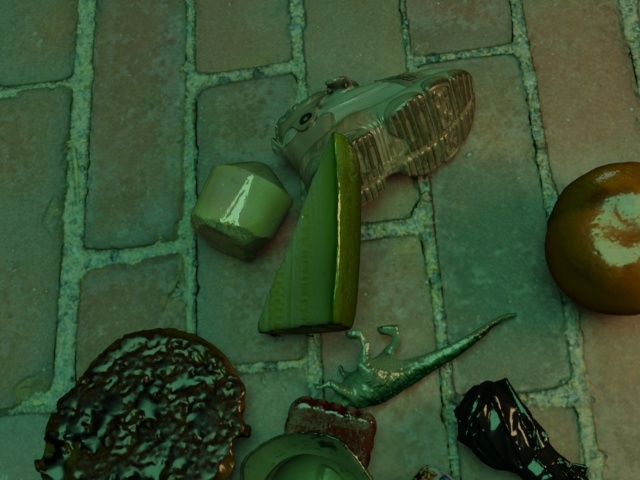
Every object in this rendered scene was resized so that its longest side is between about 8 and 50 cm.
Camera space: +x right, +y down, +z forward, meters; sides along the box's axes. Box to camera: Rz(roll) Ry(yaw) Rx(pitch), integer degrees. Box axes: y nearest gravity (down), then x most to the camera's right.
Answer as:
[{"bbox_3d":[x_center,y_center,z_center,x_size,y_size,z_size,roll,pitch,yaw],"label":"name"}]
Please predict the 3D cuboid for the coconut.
[{"bbox_3d":[-0.127,-0.059,1.503,0.147,0.147,0.153,21,70,14],"label":"coconut"}]

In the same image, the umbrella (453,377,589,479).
[{"bbox_3d":[0.331,0.341,1.316,0.118,0.118,0.340,-43,75,-11],"label":"umbrella"}]

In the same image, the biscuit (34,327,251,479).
[{"bbox_3d":[-0.264,0.296,1.407,0.289,0.081,0.334,40,73,20],"label":"biscuit"}]

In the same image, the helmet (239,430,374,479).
[{"bbox_3d":[0.008,0.368,1.265,0.204,0.137,0.258,-14,92,15],"label":"helmet"}]

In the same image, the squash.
[{"bbox_3d":[0.000,0.000,1.429,0.111,0.203,0.289,7,77,-38],"label":"squash"}]

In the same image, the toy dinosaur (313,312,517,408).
[{"bbox_3d":[0.115,0.164,1.410,0.383,0.076,0.129,-31,96,1],"label":"toy dinosaur"}]

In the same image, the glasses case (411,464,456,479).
[{"bbox_3d":[0.119,0.440,1.308,0.087,0.065,0.248,30,75,17],"label":"glasses case"}]

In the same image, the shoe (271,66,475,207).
[{"bbox_3d":[0.086,-0.203,1.524,0.351,0.172,0.198,-29,47,-20],"label":"shoe"}]

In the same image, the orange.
[{"bbox_3d":[0.456,0.000,1.394,0.240,0.171,0.240,-3,71,8],"label":"orange"}]

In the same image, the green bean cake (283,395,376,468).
[{"bbox_3d":[0.008,0.307,1.361,0.135,0.056,0.135,14,96,5],"label":"green bean cake"}]
